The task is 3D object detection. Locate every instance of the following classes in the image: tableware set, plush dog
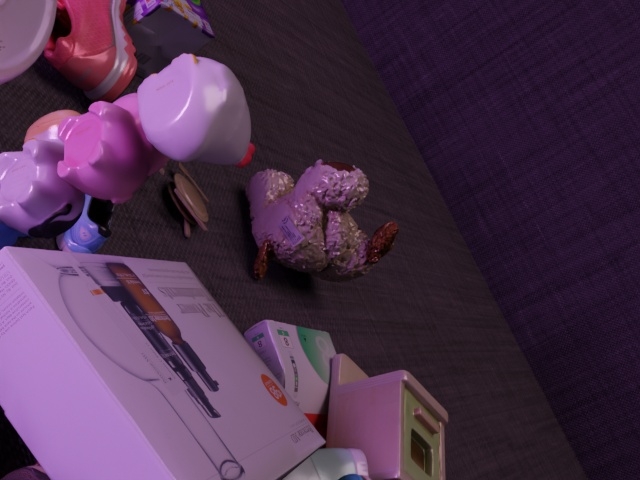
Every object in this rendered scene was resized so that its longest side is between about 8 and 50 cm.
[{"bbox_3d":[-0.234,-0.097,1.248,0.194,0.039,0.128,56,8,-23],"label":"tableware set"},{"bbox_3d":[0.000,0.000,1.437,0.225,0.262,0.211,29,68,-36],"label":"plush dog"}]

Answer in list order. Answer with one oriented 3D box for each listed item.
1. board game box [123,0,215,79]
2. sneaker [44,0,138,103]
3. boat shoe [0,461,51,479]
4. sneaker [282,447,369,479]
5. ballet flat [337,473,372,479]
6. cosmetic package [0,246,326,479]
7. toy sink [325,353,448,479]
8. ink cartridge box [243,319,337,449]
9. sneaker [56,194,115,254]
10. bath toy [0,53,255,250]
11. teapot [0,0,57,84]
[{"bbox_3d":[-0.306,-0.426,1.391,0.144,0.142,0.275,19,44,-59],"label":"board game box"},{"bbox_3d":[-0.352,-0.347,1.219,0.136,0.116,0.314,28,37,-51],"label":"sneaker"},{"bbox_3d":[-0.156,0.322,0.728,0.324,0.122,0.120,59,16,3],"label":"boat shoe"},{"bbox_3d":[-0.021,0.383,1.028,0.151,0.094,0.256,6,70,-17],"label":"sneaker"},{"bbox_3d":[-0.003,0.372,0.940,0.248,0.086,0.086,-43,103,-33],"label":"ballet flat"},{"bbox_3d":[-0.156,0.148,0.843,0.284,0.097,0.377,52,9,11],"label":"cosmetic package"},{"bbox_3d":[0.105,0.287,1.267,0.153,0.131,0.234,49,33,-38],"label":"toy sink"},{"bbox_3d":[-0.014,0.235,1.260,0.181,0.056,0.225,22,40,-57],"label":"ink cartridge box"},{"bbox_3d":[-0.276,-0.048,1.030,0.063,0.073,0.162,35,31,-46],"label":"sneaker"},{"bbox_3d":[-0.209,-0.085,0.852,0.129,0.348,0.151,33,47,-49],"label":"bath toy"},{"bbox_3d":[-0.418,-0.277,0.896,0.256,0.187,0.252,61,41,-49],"label":"teapot"}]
